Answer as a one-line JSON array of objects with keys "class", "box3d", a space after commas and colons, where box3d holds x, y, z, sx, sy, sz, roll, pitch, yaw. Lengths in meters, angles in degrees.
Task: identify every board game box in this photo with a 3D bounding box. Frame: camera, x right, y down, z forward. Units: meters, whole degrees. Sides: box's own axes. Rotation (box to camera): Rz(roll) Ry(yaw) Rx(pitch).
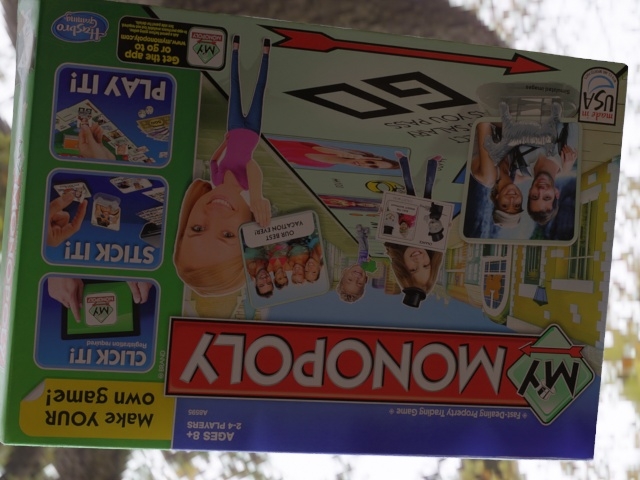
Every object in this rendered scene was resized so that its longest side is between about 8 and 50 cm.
[{"class": "board game box", "box3d": [0.000, 0.000, 0.947, 0.317, 0.046, 0.214, 4, -89, -22]}]
